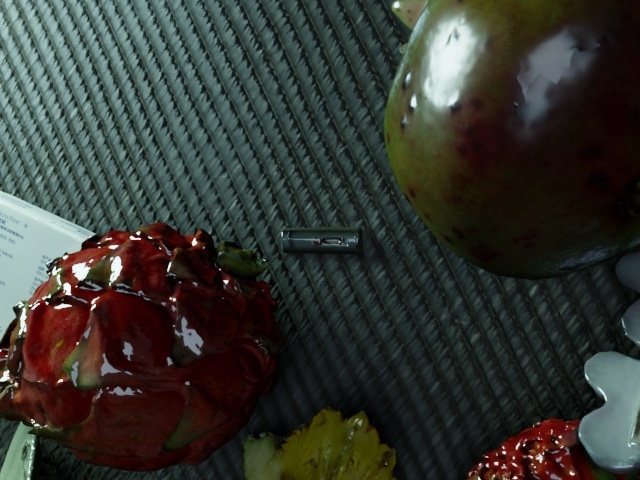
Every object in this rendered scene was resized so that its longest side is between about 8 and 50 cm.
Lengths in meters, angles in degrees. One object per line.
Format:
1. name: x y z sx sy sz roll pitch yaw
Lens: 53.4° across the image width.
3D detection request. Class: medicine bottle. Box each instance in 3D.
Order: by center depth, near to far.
1. medicine bottle: -0.357 0.048 0.770 0.201 0.052 0.171 22 96 14

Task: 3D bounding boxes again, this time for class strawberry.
1. strawberry: 0.204 0.263 0.570 0.201 0.184 0.186 -31 80 37

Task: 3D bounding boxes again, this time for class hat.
1. hat: -0.310 0.331 0.720 0.110 0.252 0.252 18 96 -28

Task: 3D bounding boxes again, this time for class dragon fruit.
1. dragon fruit: -0.182 0.108 0.640 0.299 0.244 0.244 -10 88 7

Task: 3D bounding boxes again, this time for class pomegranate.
1. pomegranate: 0.185 -0.117 0.553 0.291 0.323 0.290 -4 109 -11

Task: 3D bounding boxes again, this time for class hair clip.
1. hair clip: 0.307 0.091 0.534 0.146 0.075 0.257 12 65 31

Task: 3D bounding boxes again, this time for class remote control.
1. remote control: 0.000 0.000 0.694 0.091 0.016 0.034 0 95 15

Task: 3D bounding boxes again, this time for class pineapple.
1. pineapple: -0.016 0.284 0.669 0.164 0.140 0.249 12 75 54
